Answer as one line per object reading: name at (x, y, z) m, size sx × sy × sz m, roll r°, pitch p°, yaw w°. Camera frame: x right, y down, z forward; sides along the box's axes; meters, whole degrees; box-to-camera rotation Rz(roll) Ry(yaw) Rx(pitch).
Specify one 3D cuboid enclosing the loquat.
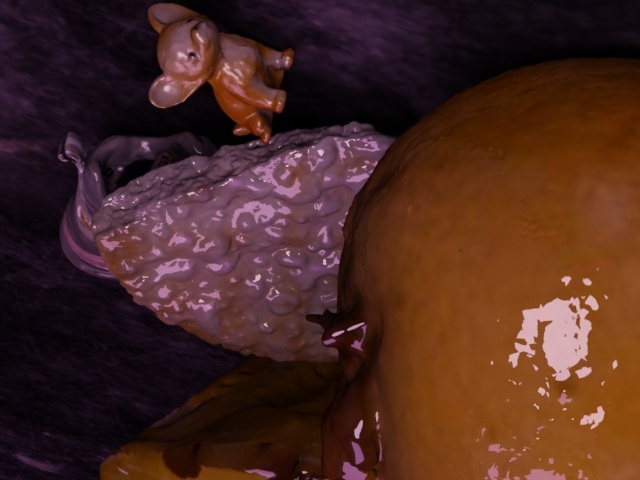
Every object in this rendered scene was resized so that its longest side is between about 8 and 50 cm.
loquat at (0.122, 0.048, 0.947) m, size 0.275 × 0.274 × 0.275 m, roll 17°, pitch 158°, yaw 7°

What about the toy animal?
toy animal at (-0.059, -0.090, 1.067) m, size 0.083 × 0.060 × 0.081 m, roll 16°, pitch 158°, yaw -12°

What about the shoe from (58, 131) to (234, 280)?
shoe at (-0.077, -0.024, 1.208) m, size 0.180 × 0.089 × 0.092 m, roll 10°, pitch 143°, yaw 13°

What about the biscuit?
biscuit at (0.000, 0.000, 1.141) m, size 0.265 × 0.040 × 0.188 m, roll 10°, pitch 130°, yaw -18°

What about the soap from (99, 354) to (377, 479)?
soap at (0.045, 0.135, 1.214) m, size 0.259 × 0.281 × 0.143 m, roll 7°, pitch 113°, yaw 29°
